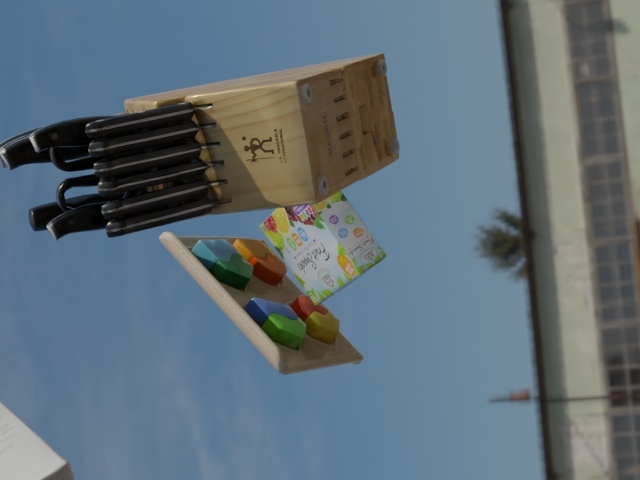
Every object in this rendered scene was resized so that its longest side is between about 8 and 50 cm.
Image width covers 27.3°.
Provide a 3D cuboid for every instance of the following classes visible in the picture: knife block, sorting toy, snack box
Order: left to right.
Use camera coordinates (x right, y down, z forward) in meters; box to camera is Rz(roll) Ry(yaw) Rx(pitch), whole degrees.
[{"bbox_3d":[-0.093,-0.071,0.988,0.275,0.242,0.088,-33,-64,-64],"label":"knife block"},{"bbox_3d":[-0.053,0.057,1.365,0.193,0.038,0.208,46,-166,20],"label":"sorting toy"},{"bbox_3d":[0.000,0.000,1.257,0.100,0.037,0.141,54,158,2],"label":"snack box"}]

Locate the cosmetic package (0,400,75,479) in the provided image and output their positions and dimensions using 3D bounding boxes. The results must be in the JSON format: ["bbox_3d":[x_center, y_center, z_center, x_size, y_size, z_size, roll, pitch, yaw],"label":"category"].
[{"bbox_3d":[-0.245,0.177,0.677,0.239,0.099,0.060,-32,-48,-27],"label":"cosmetic package"}]
